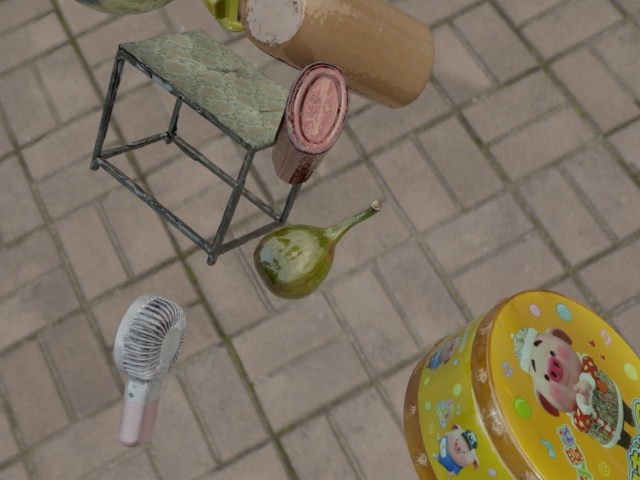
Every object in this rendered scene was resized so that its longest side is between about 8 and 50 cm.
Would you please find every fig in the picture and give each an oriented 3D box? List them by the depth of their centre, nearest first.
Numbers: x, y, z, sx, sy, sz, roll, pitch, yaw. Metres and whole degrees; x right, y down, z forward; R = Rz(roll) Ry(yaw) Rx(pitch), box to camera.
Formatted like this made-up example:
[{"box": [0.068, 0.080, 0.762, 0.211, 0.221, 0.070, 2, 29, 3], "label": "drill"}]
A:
[{"box": [0.000, 0.000, 1.493, 0.236, 0.124, 0.124, -36, 65, 9], "label": "fig"}]

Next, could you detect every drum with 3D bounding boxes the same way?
[{"box": [0.358, 0.305, 1.485, 0.431, 0.214, 0.431, 22, 46, -25], "label": "drum"}]

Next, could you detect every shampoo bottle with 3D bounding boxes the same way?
[{"box": [-0.018, -0.123, 1.063, 0.064, 0.260, 0.102, 12, 83, -5], "label": "shampoo bottle"}]

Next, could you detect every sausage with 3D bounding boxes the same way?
[{"box": [0.019, -0.253, 1.121, 0.123, 0.253, 0.123, -17, 67, 46], "label": "sausage"}]

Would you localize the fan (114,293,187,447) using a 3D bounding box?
[{"box": [-0.273, 0.204, 1.418, 0.074, 0.130, 0.244, 15, 101, 18], "label": "fan"}]

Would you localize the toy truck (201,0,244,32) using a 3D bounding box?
[{"box": [-0.159, -0.474, 1.329, 0.181, 0.254, 0.405, -28, 58, -18], "label": "toy truck"}]

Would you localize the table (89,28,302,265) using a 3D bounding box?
[{"box": [-0.212, -0.178, 1.699, 0.335, 0.272, 0.222, 38, 37, 20], "label": "table"}]

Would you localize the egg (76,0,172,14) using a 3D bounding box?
[{"box": [-0.141, -0.256, 0.696, 0.141, 0.141, 0.181, 18, 68, 16], "label": "egg"}]
